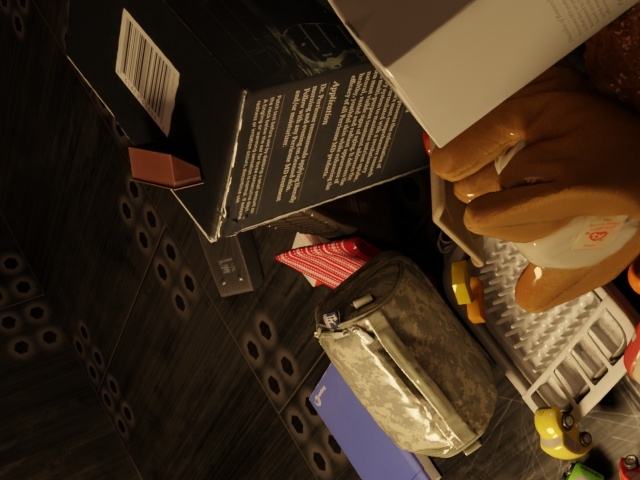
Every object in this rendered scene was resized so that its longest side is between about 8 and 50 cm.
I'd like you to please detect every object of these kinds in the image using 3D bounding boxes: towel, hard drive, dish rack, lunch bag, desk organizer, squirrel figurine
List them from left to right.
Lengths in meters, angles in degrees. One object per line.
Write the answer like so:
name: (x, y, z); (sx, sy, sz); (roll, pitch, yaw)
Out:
desk organizer: (-0.220, -0.107, 1.492); (0.130, 0.047, 0.050); (15, 115, 52)
hard drive: (-0.213, -0.004, 2.396); (0.172, 0.054, 0.254); (-16, 93, 57)
towel: (0.062, 0.057, 1.934); (0.275, 0.199, 0.031); (-12, 54, 57)
hard drive: (0.103, 0.398, 2.162); (0.318, 0.040, 0.210); (54, 144, 22)
lunch bag: (0.139, 0.184, 1.703); (0.305, 0.213, 0.256); (52, -178, -10)
dish rack: (0.344, 0.098, 1.628); (0.332, 0.072, 0.285); (53, 144, 24)
squirrel figurine: (0.333, -0.170, 1.369); (0.397, 0.281, 0.370); (-26, 54, 21)

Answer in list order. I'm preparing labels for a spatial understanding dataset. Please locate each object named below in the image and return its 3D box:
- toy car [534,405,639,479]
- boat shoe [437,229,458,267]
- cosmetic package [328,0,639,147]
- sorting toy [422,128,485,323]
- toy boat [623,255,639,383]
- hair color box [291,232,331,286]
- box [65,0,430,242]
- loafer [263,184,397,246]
toy car: (0.415, 0.364, 1.630); (0.239, 0.053, 0.225); (27, 149, 13)
boat shoe: (0.223, -0.006, 1.754); (0.066, 0.063, 0.184); (42, 137, 36)
cosmetic package: (0.220, -0.317, 1.259); (0.156, 0.385, 0.217); (45, -167, -40)
sorting toy: (0.192, -0.047, 1.535); (0.041, 0.229, 0.307); (-9, 66, 21)
toy boat: (0.461, 0.073, 1.385); (0.151, 0.151, 0.231); (55, 145, 40)
hair color box: (0.000, 0.000, 2.092); (0.093, 0.053, 0.167); (51, 144, 28)
box: (-0.071, -0.310, 1.646); (0.480, 0.472, 0.297); (49, 141, 29)
loafer: (0.002, -0.075, 1.808); (0.134, 0.366, 0.130); (-3, 78, 33)
